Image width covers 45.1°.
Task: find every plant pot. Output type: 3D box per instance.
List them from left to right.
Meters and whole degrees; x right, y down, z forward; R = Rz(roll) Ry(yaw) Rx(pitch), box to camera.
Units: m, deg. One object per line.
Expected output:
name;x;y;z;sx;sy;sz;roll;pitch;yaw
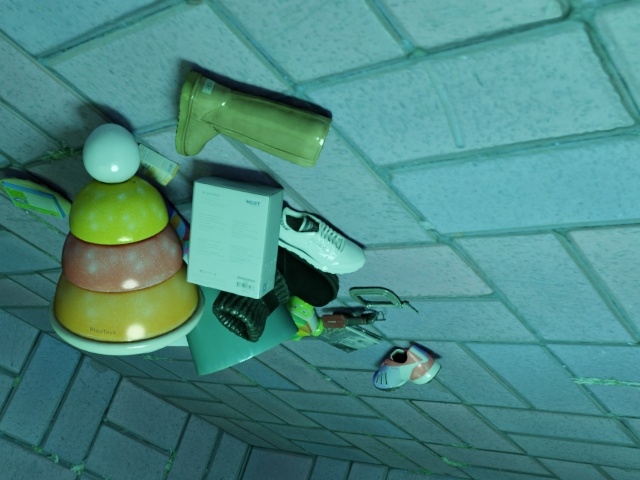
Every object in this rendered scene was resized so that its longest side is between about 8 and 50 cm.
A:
plant pot;-0.237;0.190;2.048;0.293;0.293;0.235;-23;91;55

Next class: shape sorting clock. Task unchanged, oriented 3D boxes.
shape sorting clock;-0.772;-0.120;2.094;0.206;0.040;0.206;12;155;6

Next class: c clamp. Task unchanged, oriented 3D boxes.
c clamp;0.158;0.162;2.022;0.161;0.022;0.137;0;149;35

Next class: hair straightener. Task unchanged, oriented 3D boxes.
hair straightener;0.104;0.211;2.137;0.089;0.047;0.230;-8;175;-39

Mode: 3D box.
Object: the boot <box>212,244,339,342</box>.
boot;-0.107;0.144;1.894;0.131;0.260;0.348;-5;145;41

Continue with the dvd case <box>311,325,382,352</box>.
dvd case;0.068;0.290;2.348;0.164;0.018;0.221;28;153;-16

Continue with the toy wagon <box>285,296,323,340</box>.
toy wagon;-0.118;0.209;2.259;0.267;0.068;0.344;30;153;-23

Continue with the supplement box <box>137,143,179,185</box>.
supplement box;-0.374;-0.168;1.721;0.098;0.036;0.062;29;152;-18

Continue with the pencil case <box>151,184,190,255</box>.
pencil case;-0.399;-0.043;1.923;0.104;0.104;0.236;9;152;21

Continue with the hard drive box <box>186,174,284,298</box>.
hard drive box;-0.187;-0.010;1.681;0.181;0.232;0.089;13;-163;16

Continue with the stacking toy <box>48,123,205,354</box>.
stacking toy;-0.429;-0.024;1.684;0.351;0.350;0.480;12;119;14

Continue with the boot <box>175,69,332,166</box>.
boot;-0.132;-0.192;1.446;0.270;0.089;0.236;19;155;-3

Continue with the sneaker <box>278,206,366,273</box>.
sneaker;0.000;0.000;1.746;0.235;0.090;0.095;22;145;-9

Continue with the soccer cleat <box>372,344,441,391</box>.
soccer cleat;0.237;0.381;2.337;0.116;0.108;0.318;46;151;-8

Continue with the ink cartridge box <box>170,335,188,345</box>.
ink cartridge box;-0.398;0.236;2.288;0.207;0.117;0.283;4;-179;-23

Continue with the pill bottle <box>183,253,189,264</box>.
pill bottle;-0.378;0.035;2.072;0.160;0.087;0.087;3;150;30
